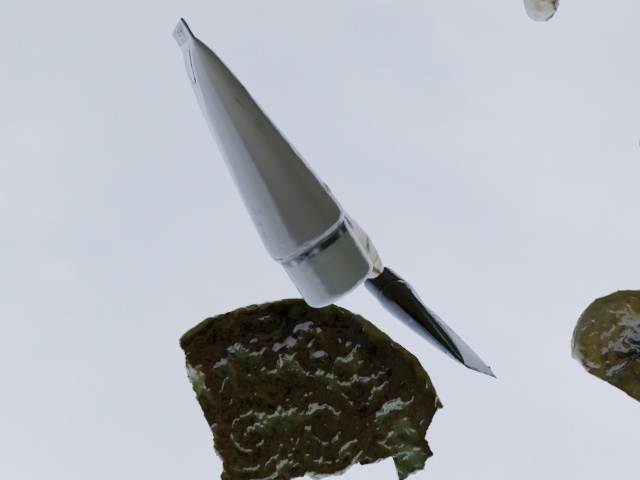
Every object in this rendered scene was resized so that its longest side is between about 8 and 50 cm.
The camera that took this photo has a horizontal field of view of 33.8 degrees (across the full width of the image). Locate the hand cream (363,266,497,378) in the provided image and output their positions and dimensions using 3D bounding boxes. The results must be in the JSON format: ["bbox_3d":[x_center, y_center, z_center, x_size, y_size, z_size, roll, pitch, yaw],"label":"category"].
[{"bbox_3d":[0.183,0.144,1.787,0.270,0.061,0.120,44,-170,35],"label":"hand cream"}]

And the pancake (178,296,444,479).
[{"bbox_3d":[-0.009,0.239,1.621,0.427,0.304,0.067,-1,175,-22],"label":"pancake"}]

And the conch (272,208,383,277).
[{"bbox_3d":[-0.004,0.009,1.646,0.158,0.255,0.127,-20,-139,45],"label":"conch"}]

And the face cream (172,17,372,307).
[{"bbox_3d":[-0.061,-0.077,1.053,0.089,0.314,0.143,-35,-169,-5],"label":"face cream"}]

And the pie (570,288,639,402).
[{"bbox_3d":[0.515,0.163,1.680,0.218,0.185,0.052,28,-162,5],"label":"pie"}]

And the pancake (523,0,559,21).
[{"bbox_3d":[0.303,-0.443,1.300,0.065,0.356,0.356,11,-142,10],"label":"pancake"}]
